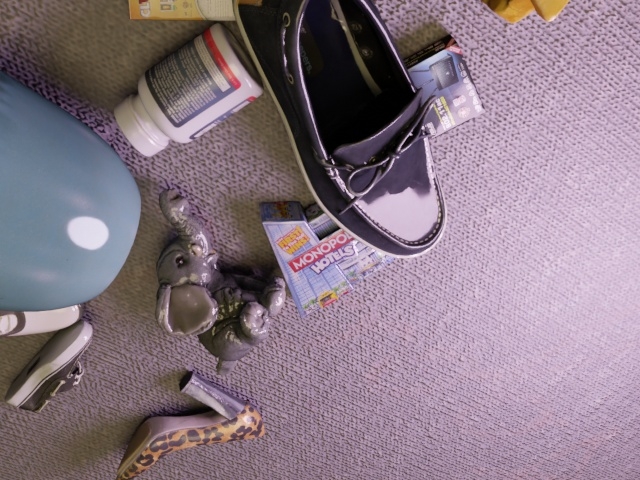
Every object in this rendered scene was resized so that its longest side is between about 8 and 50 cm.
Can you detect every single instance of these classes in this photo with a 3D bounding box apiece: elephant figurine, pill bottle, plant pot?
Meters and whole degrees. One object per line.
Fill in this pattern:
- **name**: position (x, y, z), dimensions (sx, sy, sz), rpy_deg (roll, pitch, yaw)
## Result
- **elephant figurine**: position (-0.187, 0.069, 1.140), dimensions (0.239, 0.186, 0.169), rpy_deg (30, 157, -14)
- **pill bottle**: position (-0.175, -0.192, 0.979), dimensions (0.180, 0.108, 0.108), rpy_deg (-31, 122, 10)
- **plant pot**: position (-0.376, -0.043, 0.949), dimensions (0.235, 0.293, 0.293), rpy_deg (25, 116, -39)

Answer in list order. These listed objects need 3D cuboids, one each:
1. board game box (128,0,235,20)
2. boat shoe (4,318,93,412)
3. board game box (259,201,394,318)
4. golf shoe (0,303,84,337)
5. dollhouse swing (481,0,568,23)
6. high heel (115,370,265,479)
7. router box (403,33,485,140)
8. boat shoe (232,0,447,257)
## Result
- **board game box**: position (-0.155, -0.390, 0.893), dimensions (0.164, 0.042, 0.243), rpy_deg (-1, 123, -9)
- **boat shoe**: position (-0.427, 0.208, 1.220), dimensions (0.070, 0.078, 0.219), rpy_deg (36, 119, -27)
- **board game box**: position (0.000, 0.000, 1.162), dimensions (0.194, 0.060, 0.194), rpy_deg (-30, 123, 10)
- **golf shoe**: position (-0.497, 0.119, 1.121), dimensions (0.272, 0.120, 0.105), rpy_deg (1, 121, -12)
- **dollhouse swing**: position (0.136, -0.449, 0.720), dimensions (0.304, 0.347, 0.315), rpy_deg (24, 116, -23)
- **high heel**: position (-0.232, 0.375, 1.342), dimensions (0.186, 0.093, 0.261), rpy_deg (36, 102, -21)
- **router box**: position (0.170, -0.217, 1.063), dimensions (0.092, 0.038, 0.122), rpy_deg (-27, 123, 9)
- **boat shoe**: position (0.057, -0.149, 0.989), dimensions (0.186, 0.156, 0.500), rpy_deg (-40, 126, -12)
